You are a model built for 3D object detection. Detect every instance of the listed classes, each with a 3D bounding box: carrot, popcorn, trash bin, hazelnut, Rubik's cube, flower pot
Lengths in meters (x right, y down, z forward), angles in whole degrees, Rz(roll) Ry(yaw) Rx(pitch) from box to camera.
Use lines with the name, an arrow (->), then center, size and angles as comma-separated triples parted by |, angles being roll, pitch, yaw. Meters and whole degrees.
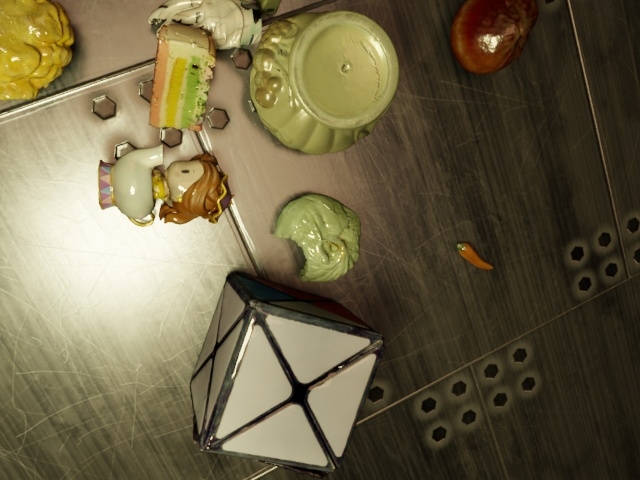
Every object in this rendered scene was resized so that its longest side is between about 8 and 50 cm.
carrot -> 0.405, 0.045, 1.270 | 0.142, 0.035, 0.035 | 34, 89, -25
popcorn -> -0.569, -0.362, 0.850 | 0.251, 0.190, 0.249 | 1, 86, -16
trash bin -> -0.107, -0.514, 0.998 | 0.043, 0.092, 0.060 | -10, 101, -12
hazelnut -> 0.402, -0.489, 1.109 | 0.204, 0.178, 0.177 | -37, 107, -7
Rubik's cube -> -0.085, 0.270, 1.032 | 0.307, 0.305, 0.309 | 20, 91, -21
flower pot -> 0.014, -0.330, 0.986 | 0.308, 0.244, 0.307 | -2, 98, -16

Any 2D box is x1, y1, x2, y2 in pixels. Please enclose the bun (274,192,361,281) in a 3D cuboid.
bun -> 0.000, 0.000, 1.098 | 0.213, 0.126, 0.203 | 30, 88, -17

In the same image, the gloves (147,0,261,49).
gloves -> -0.234, -0.444, 0.970 | 0.212, 0.111, 0.127 | -8, 106, -22

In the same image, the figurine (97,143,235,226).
figurine -> -0.307, -0.108, 0.988 | 0.264, 0.142, 0.189 | 0, 131, -17

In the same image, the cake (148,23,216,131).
cake -> -0.277, -0.322, 0.963 | 0.110, 0.225, 0.090 | 4, 55, -22
